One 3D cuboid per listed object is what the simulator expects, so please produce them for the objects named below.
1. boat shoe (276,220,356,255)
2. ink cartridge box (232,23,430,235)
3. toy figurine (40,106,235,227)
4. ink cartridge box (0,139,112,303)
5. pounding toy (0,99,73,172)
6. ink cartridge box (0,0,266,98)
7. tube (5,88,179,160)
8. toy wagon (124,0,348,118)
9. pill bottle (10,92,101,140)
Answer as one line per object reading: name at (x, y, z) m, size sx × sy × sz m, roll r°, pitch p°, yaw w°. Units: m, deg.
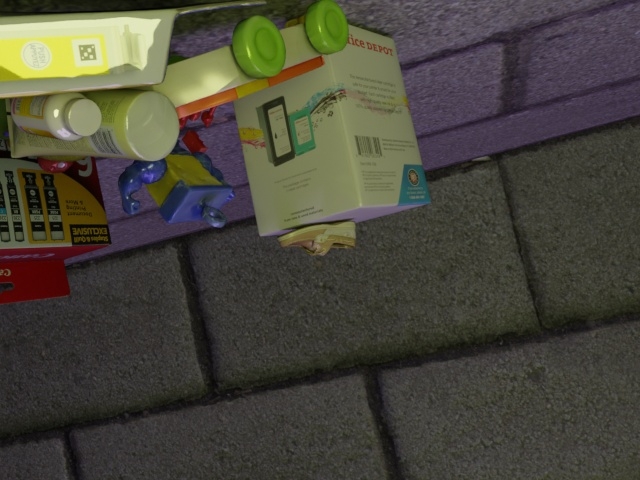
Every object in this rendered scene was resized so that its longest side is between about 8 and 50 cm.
boat shoe at (0.000, 0.000, 0.955) m, size 0.136 × 0.045 × 0.050 m, roll -9°, pitch 175°, yaw -33°
ink cartridge box at (0.013, -0.162, 0.994) m, size 0.197 × 0.269 × 0.198 m, roll -15°, pitch 175°, yaw 38°
toy figurine at (-0.203, -0.112, 0.909) m, size 0.191 × 0.217 × 0.363 m, roll -44°, pitch 166°, yaw 21°
ink cartridge box at (-0.507, -0.037, 1.069) m, size 0.130 × 0.271 × 0.309 m, roll -15°, pitch 175°, yaw 26°
pounding toy at (-0.377, -0.163, 0.911) m, size 0.237 × 0.110 × 0.183 m, roll -16°, pitch 175°, yaw 35°
ink cartridge box at (-0.236, -0.178, 0.590) m, size 0.308 × 0.072 × 0.303 m, roll -7°, pitch -160°, yaw -19°
tube at (-0.239, -0.118, 0.631) m, size 0.240 × 0.070 × 0.062 m, roll 10°, pitch 156°, yaw 34°
toy wagon at (-0.096, -0.203, 0.749) m, size 0.267 × 0.068 × 0.344 m, roll -5°, pitch -159°, yaw 39°
pill bottle at (-0.224, -0.108, 0.557) m, size 0.083 × 0.043 × 0.043 m, roll 15°, pitch -167°, yaw 36°
